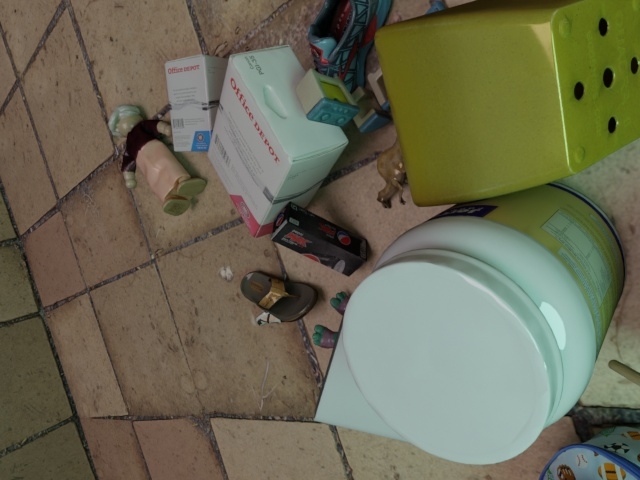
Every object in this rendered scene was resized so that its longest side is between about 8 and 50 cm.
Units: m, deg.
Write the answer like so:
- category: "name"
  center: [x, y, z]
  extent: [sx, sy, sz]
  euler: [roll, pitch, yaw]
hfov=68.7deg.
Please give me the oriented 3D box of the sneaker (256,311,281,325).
- category: "sneaker"
  center: [-0.104, 0.170, 1.039]
  extent: [0.109, 0.040, 0.044]
  euler: [-39, 78, 40]

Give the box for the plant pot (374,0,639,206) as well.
- category: "plant pot"
  center: [0.217, -0.162, 0.505]
  extent: [0.187, 0.212, 0.212]
  euler: [17, 129, 60]

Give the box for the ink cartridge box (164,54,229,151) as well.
- category: "ink cartridge box"
  center: [-0.258, -0.291, 1.017]
  extent: [0.139, 0.082, 0.191]
  euler: [9, 106, 38]

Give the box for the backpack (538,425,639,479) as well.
- category: "backpack"
  center: [0.390, 0.374, 0.558]
  extent: [0.263, 0.213, 0.276]
  euler: [-131, 49, -58]

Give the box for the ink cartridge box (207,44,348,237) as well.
- category: "ink cartridge box"
  center: [-0.090, -0.160, 0.828]
  extent: [0.207, 0.117, 0.283]
  euler: [60, 152, 11]

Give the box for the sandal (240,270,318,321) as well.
- category: "sandal"
  center: [-0.100, 0.106, 0.986]
  extent: [0.219, 0.060, 0.090]
  euler: [19, 74, 41]

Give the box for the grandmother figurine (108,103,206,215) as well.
- category: "grandmother figurine"
  center: [-0.431, -0.217, 1.179]
  extent: [0.208, 0.104, 0.342]
  euler: [-42, 69, 10]

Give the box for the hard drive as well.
- category: "hard drive"
  center: [0.162, 0.230, 0.720]
  extent: [0.307, 0.040, 0.203]
  euler: [14, 115, -1]

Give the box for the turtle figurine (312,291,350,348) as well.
- category: "turtle figurine"
  center: [0.098, 0.146, 0.798]
  extent: [0.234, 0.175, 0.118]
  euler: [-6, 116, 49]

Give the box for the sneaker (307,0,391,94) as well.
- category: "sneaker"
  center: [0.013, -0.302, 0.757]
  extent: [0.104, 0.125, 0.262]
  euler: [34, 121, 29]

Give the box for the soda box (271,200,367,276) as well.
- category: "soda box"
  center: [0.000, 0.000, 0.829]
  extent: [0.060, 0.169, 0.053]
  euler: [-45, 29, 38]

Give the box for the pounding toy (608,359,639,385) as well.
- category: "pounding toy"
  center: [0.408, 0.116, 0.484]
  extent: [0.181, 0.206, 0.094]
  euler: [10, 108, 38]

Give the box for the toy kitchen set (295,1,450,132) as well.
- category: "toy kitchen set"
  center: [0.098, -0.229, 0.661]
  extent: [0.207, 0.166, 0.122]
  euler: [-41, 66, 35]

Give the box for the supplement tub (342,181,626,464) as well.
- category: "supplement tub"
  center: [0.202, 0.069, 0.552]
  extent: [0.241, 0.331, 0.241]
  euler: [15, 115, 35]

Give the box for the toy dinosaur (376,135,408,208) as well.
- category: "toy dinosaur"
  center: [0.132, -0.126, 0.754]
  extent: [0.092, 0.053, 0.183]
  euler: [28, 118, 33]
